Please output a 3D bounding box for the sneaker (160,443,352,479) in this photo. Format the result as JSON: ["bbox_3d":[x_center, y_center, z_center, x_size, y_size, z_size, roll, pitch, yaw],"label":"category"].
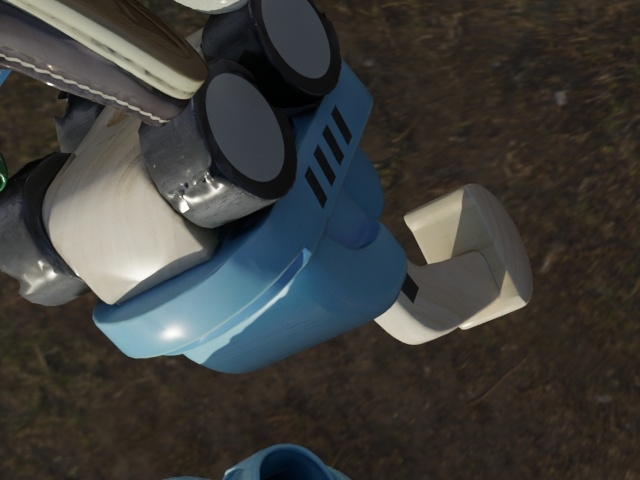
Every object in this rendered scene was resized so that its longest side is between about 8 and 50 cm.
[{"bbox_3d":[-0.031,0.202,0.961,0.366,0.135,0.150,12,109,53],"label":"sneaker"}]

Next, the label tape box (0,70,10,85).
[{"bbox_3d":[-0.425,-0.219,1.218,0.106,0.333,0.241,29,82,34],"label":"label tape box"}]

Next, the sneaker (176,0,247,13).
[{"bbox_3d":[-0.140,-0.223,0.892,0.237,0.086,0.085,24,146,5],"label":"sneaker"}]

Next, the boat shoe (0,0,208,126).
[{"bbox_3d":[-0.195,-0.115,0.649,0.285,0.103,0.092,25,102,-7],"label":"boat shoe"}]

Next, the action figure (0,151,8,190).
[{"bbox_3d":[-0.211,-0.043,0.453,0.063,0.232,0.137,50,121,42],"label":"action figure"}]

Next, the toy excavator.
[{"bbox_3d":[0.000,0.000,1.131,0.222,0.433,0.445,-24,116,31],"label":"toy excavator"}]
